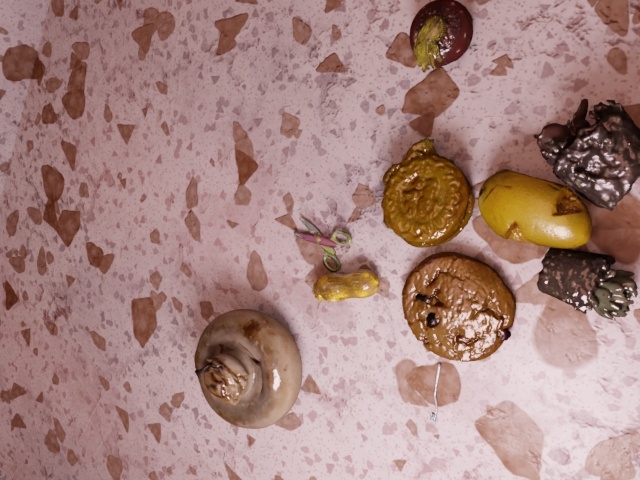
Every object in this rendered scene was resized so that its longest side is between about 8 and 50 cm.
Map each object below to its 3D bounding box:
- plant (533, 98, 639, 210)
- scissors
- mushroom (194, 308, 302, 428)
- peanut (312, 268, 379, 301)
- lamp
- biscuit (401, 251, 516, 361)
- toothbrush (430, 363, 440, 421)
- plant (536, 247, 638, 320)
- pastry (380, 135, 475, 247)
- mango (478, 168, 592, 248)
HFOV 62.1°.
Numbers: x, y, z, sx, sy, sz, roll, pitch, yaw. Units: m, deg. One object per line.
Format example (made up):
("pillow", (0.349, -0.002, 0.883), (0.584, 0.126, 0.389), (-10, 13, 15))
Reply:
("plant", (0.574, -0.190, 1.118), (0.234, 0.204, 0.178), (48, 113, 12))
("scissors", (0.000, 0.000, 1.572), (0.187, 0.020, 0.133), (33, 114, 23))
("mushroom", (-0.235, 0.390, 1.586), (0.362, 0.294, 0.362), (3, 95, 29))
("peanut", (0.071, 0.127, 1.504), (0.206, 0.087, 0.087), (-11, 88, 29))
("lamp", (0.288, -0.505, 1.290), (0.156, 0.135, 0.157), (-18, 83, 31))
("biscuit", (0.340, 0.169, 1.350), (0.296, 0.075, 0.296), (3, 96, 31))
("toothbrush", (0.312, 0.407, 1.423), (0.017, 0.014, 0.162), (8, 98, 11))
("plant", (0.587, 0.088, 1.164), (0.194, 0.132, 0.129), (22, 109, 33))
("pastry", (0.266, -0.101, 1.352), (0.240, 0.132, 0.235), (-42, 64, 20))
("mango", (0.477, -0.068, 1.194), (0.262, 0.130, 0.167), (24, 120, 46))
